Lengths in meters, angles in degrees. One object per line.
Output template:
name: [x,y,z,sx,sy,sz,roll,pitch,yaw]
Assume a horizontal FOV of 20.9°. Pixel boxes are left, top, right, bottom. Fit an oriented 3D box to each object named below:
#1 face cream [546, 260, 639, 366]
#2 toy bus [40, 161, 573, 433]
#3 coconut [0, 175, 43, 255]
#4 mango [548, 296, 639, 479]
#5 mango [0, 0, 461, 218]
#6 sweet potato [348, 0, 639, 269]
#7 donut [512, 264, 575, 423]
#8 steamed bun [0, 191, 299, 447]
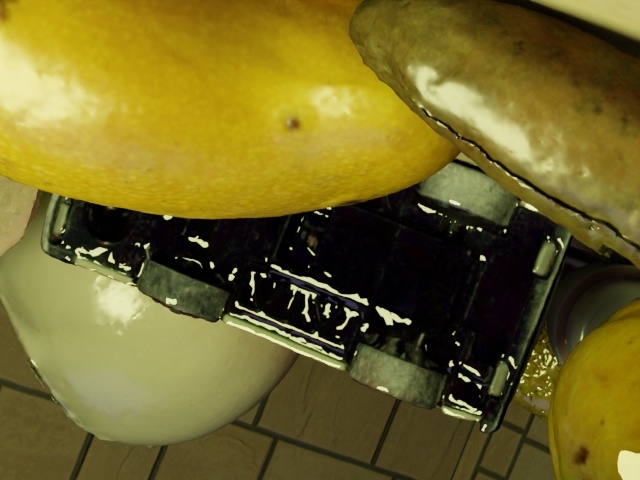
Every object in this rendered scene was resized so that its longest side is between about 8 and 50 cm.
face cream: [0.200,0.058,1.196,0.091,0.091,0.095,23,-175,-9]
toy bus: [0.000,0.000,1.093,0.305,0.143,0.179,20,180,12]
coconut: [-0.310,-0.087,1.344,0.233,0.233,0.245,23,-175,-16]
mango: [0.249,0.105,0.909,0.262,0.167,0.130,11,158,16]
mango: [-0.070,-0.062,0.630,0.262,0.109,0.157,20,174,15]
sweet potato: [0.132,-0.006,0.517,0.273,0.075,0.075,25,178,-1]
donut: [0.186,0.093,1.383,0.272,0.107,0.272,38,178,2]
steamed bun: [-0.118,0.018,1.535,0.309,0.309,0.309,22,178,1]
